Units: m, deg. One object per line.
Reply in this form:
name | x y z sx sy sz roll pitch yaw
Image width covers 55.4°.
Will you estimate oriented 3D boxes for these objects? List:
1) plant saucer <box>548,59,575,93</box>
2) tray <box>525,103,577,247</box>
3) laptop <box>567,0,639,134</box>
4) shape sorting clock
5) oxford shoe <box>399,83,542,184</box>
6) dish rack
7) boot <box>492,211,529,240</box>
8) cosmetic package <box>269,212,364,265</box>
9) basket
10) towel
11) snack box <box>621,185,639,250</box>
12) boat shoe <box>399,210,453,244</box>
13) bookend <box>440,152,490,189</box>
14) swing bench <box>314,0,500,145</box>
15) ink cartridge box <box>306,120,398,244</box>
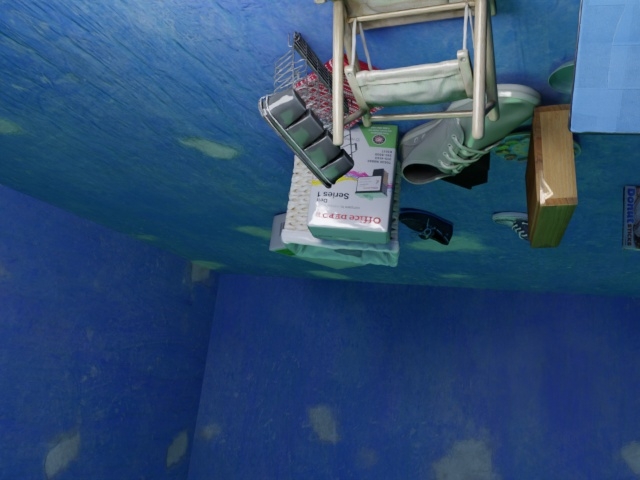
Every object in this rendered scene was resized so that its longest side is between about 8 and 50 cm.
plant saucer | 0.492 -0.312 1.148 0.119 0.021 0.119 8 167 2
tray | 0.504 -0.122 1.357 0.076 0.203 0.411 -3 167 15
laptop | 0.511 -0.307 0.682 0.382 0.236 0.408 3 167 15
shape sorting clock | 0.523 -0.221 1.484 0.206 0.040 0.206 7 167 2
oxford shoe | 0.324 -0.226 1.382 0.169 0.130 0.449 15 163 -22
dish rack | -0.014 -0.251 1.115 0.074 0.271 0.208 -26 129 23
boot | 0.677 -0.045 2.057 0.190 0.086 0.069 4 167 13
cosmetic package | 0.000 0.000 2.474 0.365 0.155 0.197 18 161 -36
basket | 0.077 -0.080 1.793 0.328 0.266 0.331 5 171 6
towel | 0.052 -0.319 1.340 0.199 0.031 0.275 15 165 -28
snack box | 0.866 -0.061 1.675 0.064 0.178 0.022 4 169 14
boat shoe | 0.392 -0.044 2.210 0.258 0.089 0.109 14 165 -28
bookend | 0.389 -0.199 1.577 0.156 0.072 0.157 14 165 -30
swing bench | 0.148 -0.299 0.993 0.253 0.255 0.165 2 -157 25
ink cartridge box | 0.084 -0.144 1.524 0.201 0.278 0.117 5 167 9
